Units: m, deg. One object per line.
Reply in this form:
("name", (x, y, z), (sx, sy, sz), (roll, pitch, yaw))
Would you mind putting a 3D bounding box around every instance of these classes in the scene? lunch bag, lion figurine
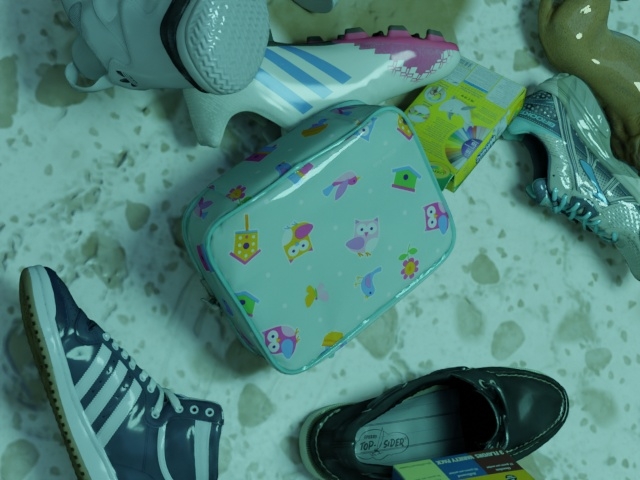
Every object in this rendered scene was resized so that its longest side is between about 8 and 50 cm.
("lunch bag", (0.000, 0.000, 1.186), (0.279, 0.108, 0.224), (-36, 118, -16))
("lion figurine", (0.387, -0.218, 1.416), (0.392, 0.142, 0.240), (43, 75, 6))

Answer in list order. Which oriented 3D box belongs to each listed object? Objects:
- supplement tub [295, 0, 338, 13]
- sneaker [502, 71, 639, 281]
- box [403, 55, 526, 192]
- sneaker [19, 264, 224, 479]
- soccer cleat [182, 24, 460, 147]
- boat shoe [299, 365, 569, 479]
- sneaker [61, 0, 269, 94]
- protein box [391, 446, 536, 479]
("supplement tub", (0.010, -0.330, 1.304), (0.071, 0.071, 0.107), (35, 69, -12))
("sneaker", (0.321, -0.060, 1.372), (0.122, 0.110, 0.283), (-30, 85, -12))
("box", (0.153, -0.133, 1.313), (0.105, 0.043, 0.179), (32, 64, 22))
("sneaker", (-0.194, 0.142, 1.112), (0.153, 0.099, 0.282), (-20, 94, -19))
("soccer cleat", (0.003, -0.167, 1.259), (0.331, 0.116, 0.143), (-5, 95, -19))
("boat shoe", (0.151, 0.203, 1.232), (0.340, 0.113, 0.127), (-1, 79, -22))
("sneaker", (-0.151, -0.304, 1.154), (0.137, 0.210, 0.365), (48, 44, -52))
("protein box", (0.166, 0.354, 1.124), (0.136, 0.200, 0.201), (-4, 112, -23))
